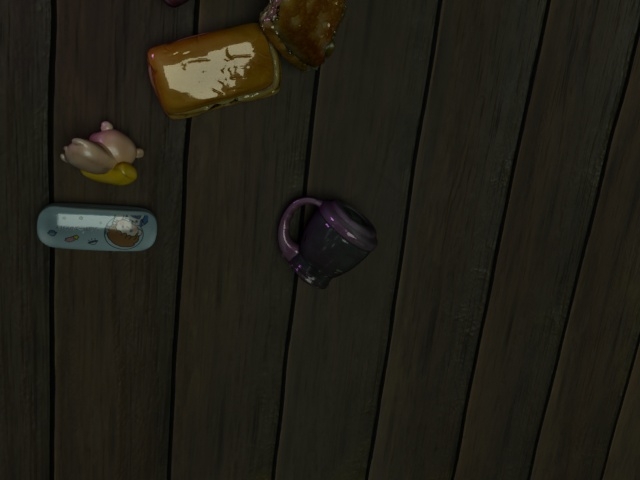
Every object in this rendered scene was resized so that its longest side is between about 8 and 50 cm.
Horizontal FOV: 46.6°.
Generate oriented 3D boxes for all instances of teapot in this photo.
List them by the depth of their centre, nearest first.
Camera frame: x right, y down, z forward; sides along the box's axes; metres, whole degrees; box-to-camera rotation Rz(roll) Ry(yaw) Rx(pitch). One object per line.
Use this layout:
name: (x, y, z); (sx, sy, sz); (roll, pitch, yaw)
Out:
teapot: (0.004, 0.006, 1.241); (0.148, 0.116, 0.146); (29, 109, -30)

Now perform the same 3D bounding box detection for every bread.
bread: (-0.153, -0.253, 1.110); (0.200, 0.077, 0.116); (-17, 107, -12)

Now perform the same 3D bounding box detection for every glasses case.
glasses case: (-0.343, -0.020, 1.147); (0.178, 0.045, 0.067); (2, 110, -20)

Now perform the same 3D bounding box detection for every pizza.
pizza: (-0.014, -0.370, 1.102); (0.147, 0.069, 0.226); (11, 103, -45)

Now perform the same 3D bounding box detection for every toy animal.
toy animal: (-0.324, -0.133, 1.100); (0.114, 0.091, 0.082); (26, 72, -38)

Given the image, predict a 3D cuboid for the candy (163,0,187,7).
candy: (-0.181, -0.367, 1.036); (0.103, 0.103, 0.043); (-36, 117, -3)
